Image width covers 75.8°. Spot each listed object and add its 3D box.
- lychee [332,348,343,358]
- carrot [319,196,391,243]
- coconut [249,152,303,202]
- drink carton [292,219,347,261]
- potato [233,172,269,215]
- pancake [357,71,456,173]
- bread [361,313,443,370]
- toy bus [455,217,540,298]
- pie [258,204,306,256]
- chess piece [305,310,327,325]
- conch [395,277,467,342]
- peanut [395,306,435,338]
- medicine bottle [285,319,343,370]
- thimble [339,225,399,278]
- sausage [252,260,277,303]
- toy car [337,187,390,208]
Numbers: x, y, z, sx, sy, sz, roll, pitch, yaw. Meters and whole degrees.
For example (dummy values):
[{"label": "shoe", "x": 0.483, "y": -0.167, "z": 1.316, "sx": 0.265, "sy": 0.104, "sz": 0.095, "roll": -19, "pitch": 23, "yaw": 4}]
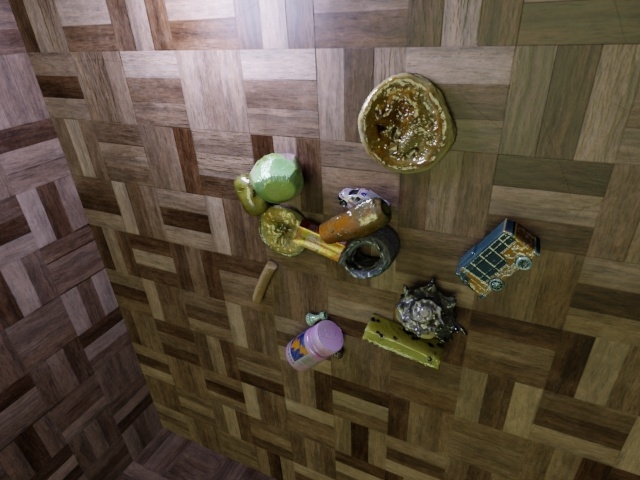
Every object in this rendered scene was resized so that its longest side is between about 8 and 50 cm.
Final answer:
[{"label": "lychee", "x": 0.088, "y": 0.580, "z": 2.142, "sx": 0.068, "sy": 0.067, "sz": 0.083, "roll": 21, "pitch": 147, "yaw": 39}, {"label": "carrot", "x": 0.133, "y": -0.065, "z": 1.588, "sx": 0.302, "sy": 0.139, "sz": 0.139, "roll": -26, "pitch": 103, "yaw": 42}, {"label": "coconut", "x": -0.175, "y": -0.265, "z": 1.704, "sx": 0.236, "sy": 0.236, "sz": 0.204, "roll": -19, "pitch": 135, "yaw": 35}, {"label": "drink carton", "x": 0.000, "y": 0.000, "z": 1.813, "sx": 0.223, "sy": 0.071, "sz": 0.096, "roll": 23, "pitch": 122, "yaw": 0}, {"label": "potato", "x": -0.305, "y": -0.208, "z": 1.834, "sx": 0.137, "sy": 0.154, "sz": 0.200, "roll": -19, "pitch": 109, "yaw": 18}, {"label": "pancake", "x": 0.298, "y": -0.397, "z": 1.455, "sx": 0.356, "sy": 0.065, "sz": 0.356, "roll": 12, "pitch": 124, "yaw": 18}, {"label": "bread", "x": 0.379, "y": 0.455, "z": 1.867, "sx": 0.361, "sy": 0.138, "sz": 0.077, "roll": 20, "pitch": 123, "yaw": 17}, {"label": "toy bus", "x": 0.638, "y": 0.069, "z": 1.500, "sx": 0.167, "sy": 0.138, "sz": 0.275, "roll": 39, "pitch": 127, "yaw": 5}, {"label": "pie", "x": -0.174, "y": -0.042, "z": 1.924, "sx": 0.274, "sy": 0.055, "sz": 0.274, "roll": 13, "pitch": 123, "yaw": 21}, {"label": "chess piece", "x": -0.017, "y": 0.393, "z": 2.095, "sx": 0.103, "sy": 0.067, "sz": 0.067, "roll": -22, "pitch": 106, "yaw": 27}, {"label": "conch", "x": 0.448, "y": 0.303, "z": 1.681, "sx": 0.313, "sy": 0.241, "sz": 0.186, "roll": 35, "pitch": 143, "yaw": -11}, {"label": "peanut", "x": 0.420, "y": 0.361, "z": 1.821, "sx": 0.206, "sy": 0.087, "sz": 0.087, "roll": 36, "pitch": 128, "yaw": 5}, {"label": "medicine bottle", "x": -0.033, "y": 0.542, "z": 2.113, "sx": 0.178, "sy": 0.178, "sz": 0.290, "roll": 46, "pitch": 129, "yaw": -3}, {"label": "thimble", "x": 0.199, "y": 0.047, "z": 1.703, "sx": 0.236, "sy": 0.172, "sz": 0.205, "roll": -19, "pitch": 104, "yaw": 37}, {"label": "sausage", "x": -0.297, "y": 0.224, "z": 2.146, "sx": 0.066, "sy": 0.066, "sz": 0.301, "roll": 33, "pitch": 126, "yaw": 7}, {"label": "toy car", "x": 0.174, "y": -0.154, "z": 1.650, "sx": 0.209, "sy": 0.089, "sz": 0.108, "roll": 36, "pitch": 130, "yaw": 4}]
